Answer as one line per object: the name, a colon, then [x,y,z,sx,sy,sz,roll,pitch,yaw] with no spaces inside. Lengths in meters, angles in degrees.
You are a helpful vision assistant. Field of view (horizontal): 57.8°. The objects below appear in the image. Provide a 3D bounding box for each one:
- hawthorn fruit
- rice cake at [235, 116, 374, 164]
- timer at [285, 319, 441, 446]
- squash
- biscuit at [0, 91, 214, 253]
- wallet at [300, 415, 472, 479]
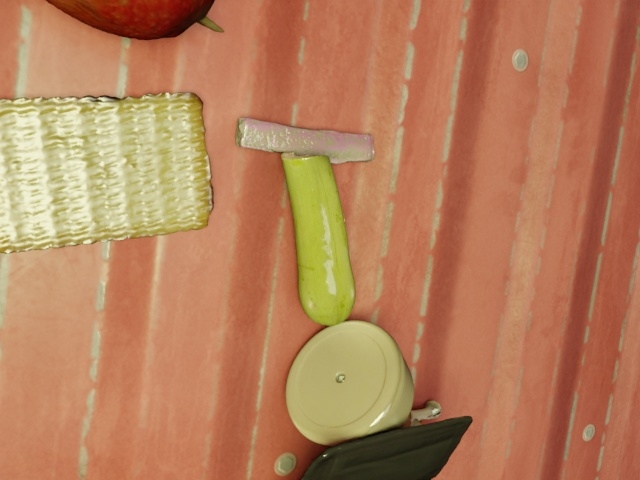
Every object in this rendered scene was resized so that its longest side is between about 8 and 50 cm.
hawthorn fruit: [-0.202,-0.296,0.609,0.189,0.190,0.251,-57,135,-9]
rice cake: [-0.016,-0.135,0.790,0.207,0.036,0.047,4,105,-27]
timer: [0.089,0.253,0.858,0.175,0.175,0.266,-52,134,-11]
squash: [0.000,0.000,0.786,0.083,0.083,0.250,-16,109,-24]
biscuit: [-0.256,-0.084,0.682,0.255,0.029,0.172,-8,100,-25]
wallet: [0.053,0.353,0.810,0.247,0.041,0.322,-1,131,-25]
